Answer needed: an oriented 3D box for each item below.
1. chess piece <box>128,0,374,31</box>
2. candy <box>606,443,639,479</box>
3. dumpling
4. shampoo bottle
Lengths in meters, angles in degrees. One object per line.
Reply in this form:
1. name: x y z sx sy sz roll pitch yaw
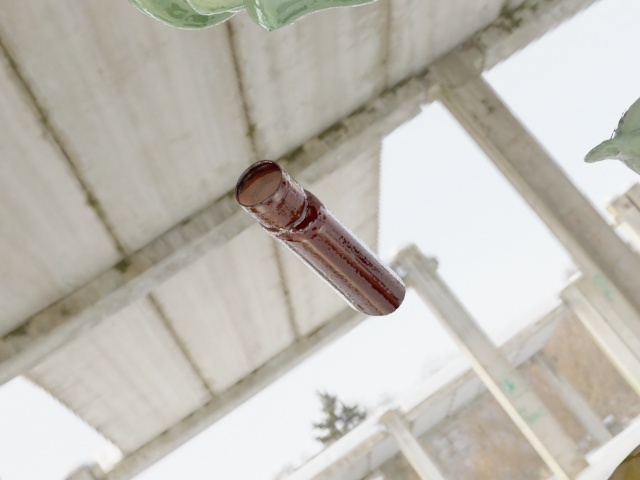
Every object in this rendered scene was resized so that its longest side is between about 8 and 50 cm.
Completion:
1. chess piece: -0.043 -0.250 0.893 0.176 0.298 0.175 -20 -61 -40
2. candy: 0.285 0.182 0.602 0.260 0.118 0.259 -4 -58 -7
3. dumpling: 0.374 -0.125 1.162 0.216 0.149 0.104 125 158 -78
4. shampoo bottle: 0.000 0.000 1.171 0.064 0.102 0.260 -55 -42 -8
